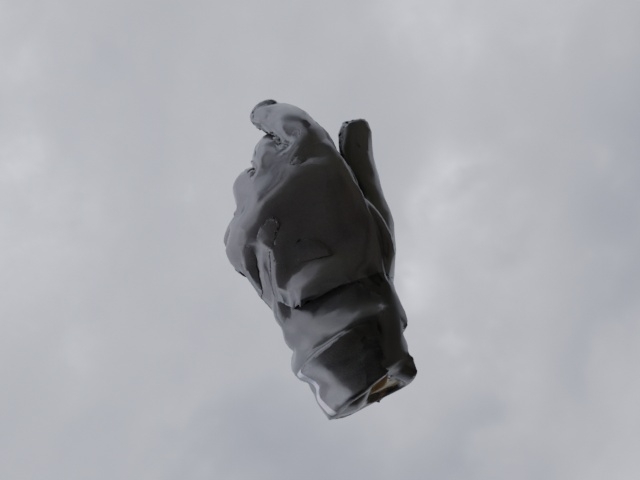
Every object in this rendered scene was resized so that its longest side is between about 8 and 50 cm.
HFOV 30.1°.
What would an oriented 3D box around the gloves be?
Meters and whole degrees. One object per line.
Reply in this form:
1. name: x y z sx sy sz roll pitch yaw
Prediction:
1. gloves: 0.001 -0.002 0.889 0.142 0.286 0.119 -20 -39 -7
